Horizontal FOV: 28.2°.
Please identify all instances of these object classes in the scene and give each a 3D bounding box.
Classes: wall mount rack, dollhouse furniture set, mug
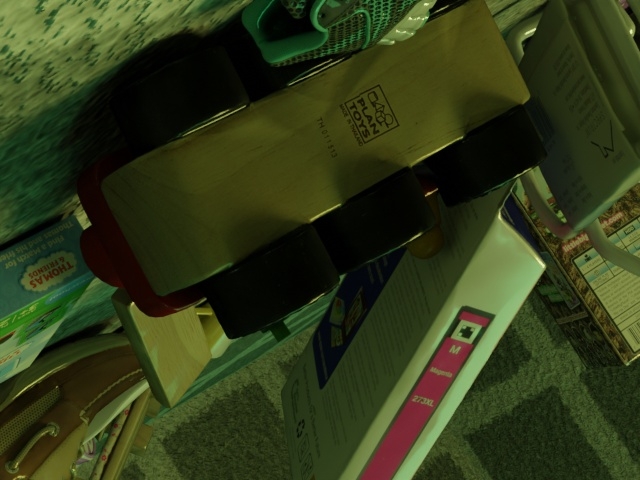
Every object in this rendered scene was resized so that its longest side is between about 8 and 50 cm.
[{"bbox_3d":[0.231,-0.053,0.806,0.130,0.304,0.350,-23,170,-5],"label":"wall mount rack"},{"bbox_3d":[-0.324,0.295,1.534,0.355,0.173,0.303,113,-3,-58],"label":"dollhouse furniture set"},{"bbox_3d":[-0.125,0.099,1.505,0.064,0.062,0.078,-45,176,30],"label":"mug"}]

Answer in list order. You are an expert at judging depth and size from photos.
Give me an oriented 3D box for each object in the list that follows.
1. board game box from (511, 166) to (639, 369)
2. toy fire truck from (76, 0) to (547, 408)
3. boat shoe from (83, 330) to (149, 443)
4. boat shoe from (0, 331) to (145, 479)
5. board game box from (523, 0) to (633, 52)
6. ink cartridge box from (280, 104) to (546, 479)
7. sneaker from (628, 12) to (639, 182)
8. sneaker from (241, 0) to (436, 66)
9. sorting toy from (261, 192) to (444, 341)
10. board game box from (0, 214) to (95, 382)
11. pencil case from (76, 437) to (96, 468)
[{"bbox_3d":[0.284,-0.060,1.222,0.232,0.291,0.141,-32,176,-7],"label":"board game box"},{"bbox_3d":[-0.028,-0.015,0.670,0.217,0.159,0.246,-31,-174,-32],"label":"toy fire truck"},{"bbox_3d":[-0.223,0.145,1.279,0.228,0.080,0.076,-40,175,-12],"label":"boat shoe"},{"bbox_3d":[-0.265,0.182,1.094,0.324,0.116,0.123,-28,173,-42],"label":"boat shoe"},{"bbox_3d":[0.289,-0.237,0.992,0.208,0.056,0.347,-37,175,-10],"label":"board game box"},{"bbox_3d":[0.074,0.042,0.962,0.176,0.069,0.371,-102,-147,-57],"label":"ink cartridge box"},{"bbox_3d":[0.382,-0.165,1.066,0.410,0.158,0.182,-19,176,2],"label":"sneaker"},{"bbox_3d":[0.019,-0.108,0.477,0.076,0.065,0.166,-26,171,-25],"label":"sneaker"},{"bbox_3d":[0.000,0.000,0.985,0.127,0.126,0.365,-31,173,-29],"label":"sorting toy"},{"bbox_3d":[-0.225,0.070,0.744,0.160,0.039,0.211,-31,175,-31],"label":"board game box"},{"bbox_3d":[-0.352,0.258,1.427,0.206,0.088,0.086,-33,176,1],"label":"pencil case"}]
